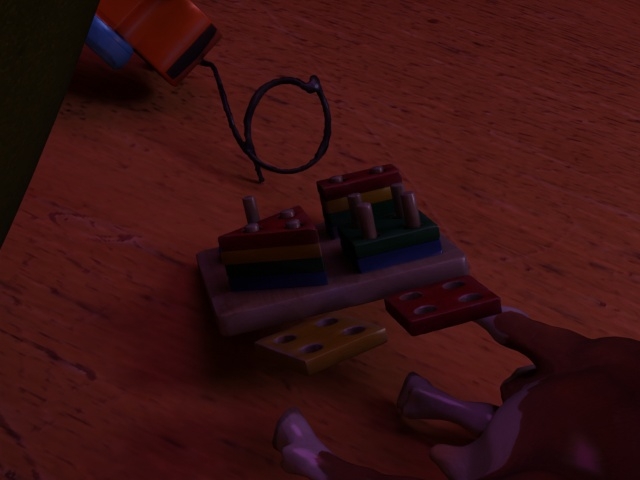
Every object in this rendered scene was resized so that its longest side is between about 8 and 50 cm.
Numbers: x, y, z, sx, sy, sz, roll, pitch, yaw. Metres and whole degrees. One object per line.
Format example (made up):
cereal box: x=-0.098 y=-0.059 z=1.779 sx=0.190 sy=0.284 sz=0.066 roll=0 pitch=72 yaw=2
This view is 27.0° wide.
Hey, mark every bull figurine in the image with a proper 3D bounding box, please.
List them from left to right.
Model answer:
bull figurine: x=0.112 y=0.103 z=0.643 sx=0.188 sy=0.101 sz=0.310 roll=21 pitch=24 yaw=22

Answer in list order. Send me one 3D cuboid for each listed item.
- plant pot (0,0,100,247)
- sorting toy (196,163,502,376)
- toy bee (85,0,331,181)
plant pot: x=-0.251 y=-0.065 z=0.490 sx=0.367 sy=0.353 sz=0.366 roll=11 pitch=30 yaw=-7
sorting toy: x=0.000 y=0.000 z=0.723 sx=0.132 sy=0.046 sz=0.274 roll=-13 pitch=16 yaw=-7
toy bee: x=-0.139 y=-0.160 z=0.933 sx=0.195 sy=0.298 sz=0.162 roll=-26 pitch=9 yaw=-5
